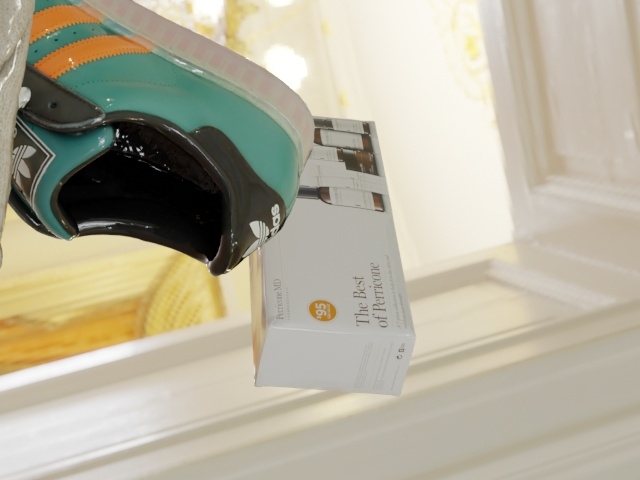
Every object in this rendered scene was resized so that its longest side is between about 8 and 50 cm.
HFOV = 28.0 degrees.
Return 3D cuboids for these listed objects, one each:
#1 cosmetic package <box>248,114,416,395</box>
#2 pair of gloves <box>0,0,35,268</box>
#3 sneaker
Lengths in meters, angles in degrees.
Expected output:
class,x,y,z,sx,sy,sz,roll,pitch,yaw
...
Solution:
class,x,y,z,sx,sy,sz,roll,pitch,yaw
cosmetic package,0.000,0.000,0.895,0.239,0.099,0.060,-98,-166,-49
pair of gloves,-0.211,-0.097,0.569,0.240,0.042,0.204,13,-84,37
sneaker,-0.153,-0.077,0.683,0.121,0.302,0.108,-71,-177,-49
